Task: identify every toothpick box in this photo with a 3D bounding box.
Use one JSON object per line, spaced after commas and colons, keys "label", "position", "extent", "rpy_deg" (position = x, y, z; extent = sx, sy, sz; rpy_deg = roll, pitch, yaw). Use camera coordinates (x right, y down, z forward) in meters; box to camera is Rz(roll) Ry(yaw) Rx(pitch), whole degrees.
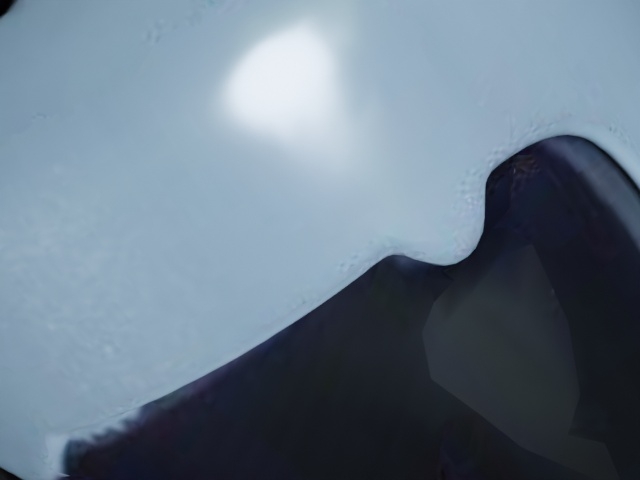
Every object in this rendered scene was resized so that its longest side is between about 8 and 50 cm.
{"label": "toothpick box", "position": [0.000, 0.000, 0.501], "extent": [0.263, 0.263, 0.354], "rpy_deg": [-47, 118, -22]}
